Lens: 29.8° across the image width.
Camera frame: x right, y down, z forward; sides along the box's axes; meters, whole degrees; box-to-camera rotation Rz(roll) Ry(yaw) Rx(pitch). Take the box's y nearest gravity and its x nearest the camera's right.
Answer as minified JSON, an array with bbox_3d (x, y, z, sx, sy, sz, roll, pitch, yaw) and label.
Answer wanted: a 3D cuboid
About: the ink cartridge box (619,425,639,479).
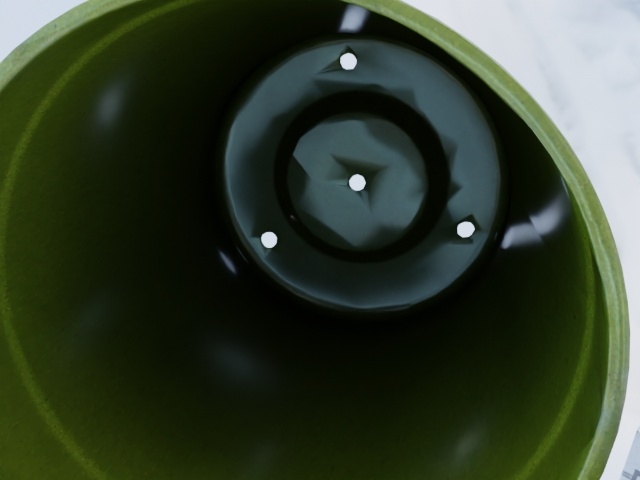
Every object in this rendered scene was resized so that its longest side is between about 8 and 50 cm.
[{"bbox_3d":[0.334,0.198,1.129,0.060,0.104,0.180,32,154,24],"label":"ink cartridge box"}]

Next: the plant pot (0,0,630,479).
[{"bbox_3d":[0.000,0.000,0.760,0.366,0.366,0.353,-65,-3,20],"label":"plant pot"}]
